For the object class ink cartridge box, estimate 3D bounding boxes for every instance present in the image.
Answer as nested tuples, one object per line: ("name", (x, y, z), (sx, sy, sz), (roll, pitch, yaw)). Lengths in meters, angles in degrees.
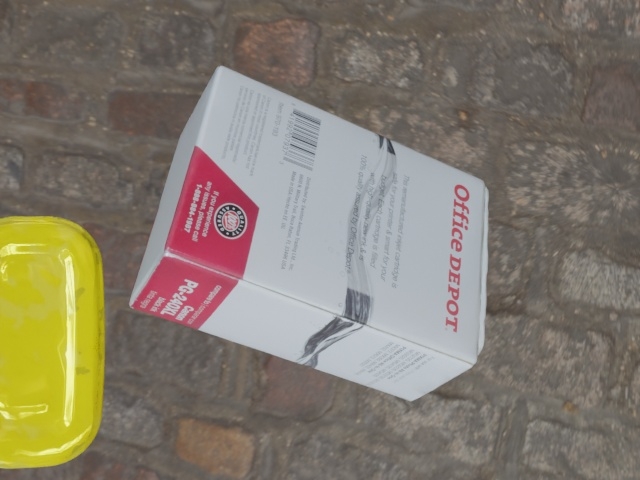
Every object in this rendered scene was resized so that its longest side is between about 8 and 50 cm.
("ink cartridge box", (0.000, 0.000, 0.421), (0.150, 0.109, 0.063), (22, 144, -16))

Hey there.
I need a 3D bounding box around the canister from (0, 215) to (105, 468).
("canister", (-0.158, 0.052, 0.486), (0.073, 0.170, 0.126), (1, 85, -17))
